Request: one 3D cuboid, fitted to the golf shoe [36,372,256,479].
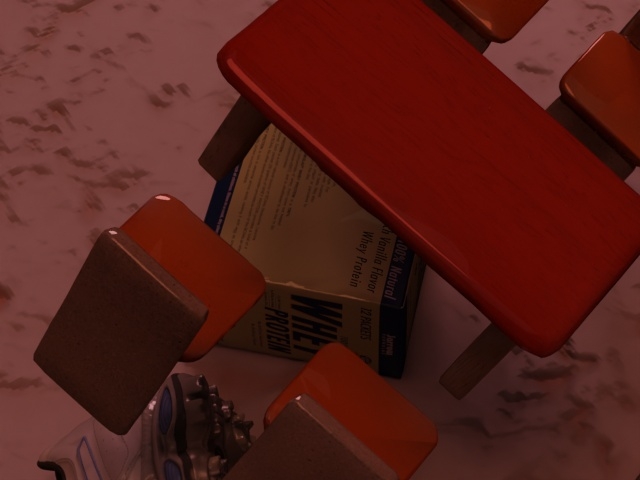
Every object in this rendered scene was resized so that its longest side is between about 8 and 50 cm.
[{"bbox_3d":[-0.060,0.136,0.635,0.086,0.069,0.176,-18,52,14],"label":"golf shoe"}]

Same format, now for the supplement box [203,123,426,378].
[{"bbox_3d":[0.000,0.000,0.717,0.083,0.056,0.083,10,58,8],"label":"supplement box"}]

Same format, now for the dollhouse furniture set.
[{"bbox_3d":[0.081,0.004,0.616,0.259,0.135,0.262,42,56,3],"label":"dollhouse furniture set"}]
